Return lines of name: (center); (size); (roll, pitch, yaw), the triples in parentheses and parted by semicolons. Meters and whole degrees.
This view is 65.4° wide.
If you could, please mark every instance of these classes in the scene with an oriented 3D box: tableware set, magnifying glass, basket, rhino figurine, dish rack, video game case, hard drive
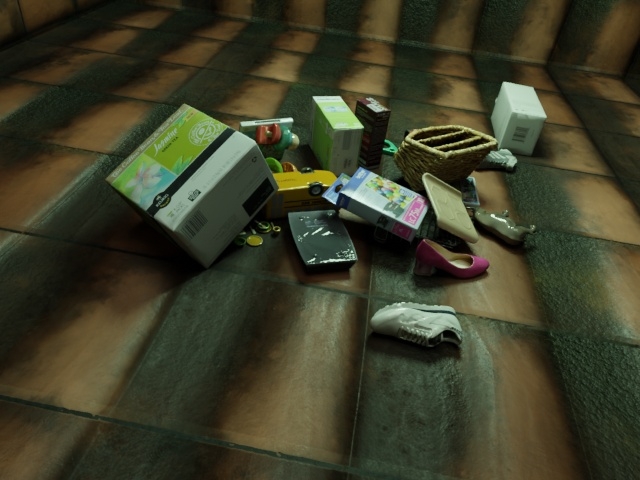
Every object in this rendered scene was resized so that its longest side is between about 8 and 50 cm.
tableware set: (-0.200, -0.024, 1.536); (0.154, 0.024, 0.104); (-10, 41, -22)
magnifying glass: (0.303, -0.368, 2.063); (0.092, 0.026, 0.231); (-26, 50, -36)
basket: (0.441, -0.339, 1.802); (0.299, 0.223, 0.214); (-17, 68, -28)
rhino figurine: (0.589, -0.062, 1.677); (0.106, 0.073, 0.243); (-24, 46, -38)
dish rack: (0.324, -0.050, 1.621); (0.271, 0.074, 0.208); (16, 40, 9)
video game case: (-0.212, -0.363, 1.827); (0.193, 0.212, 0.023); (-10, 65, -22)
video game case: (0.496, -0.195, 1.874); (0.183, 0.023, 0.201); (10, 37, 4)
hard drive: (0.000, 0.000, 1.513); (0.171, 0.054, 0.255); (-5, 39, -15)

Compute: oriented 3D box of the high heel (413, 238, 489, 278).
high heel: (0.395, 0.043, 1.470); (0.243, 0.117, 0.082); (2, 38, -6)

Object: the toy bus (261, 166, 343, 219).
toy bus: (-0.095, -0.153, 1.632); (0.332, 0.130, 0.108); (-9, 41, -20)

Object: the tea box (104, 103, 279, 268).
tea box: (-0.360, -0.162, 1.431); (0.323, 0.220, 0.329); (30, 72, 29)

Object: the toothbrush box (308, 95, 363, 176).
toothbrush box: (0.051, -0.402, 1.917); (0.122, 0.206, 0.283); (-7, 39, -17)

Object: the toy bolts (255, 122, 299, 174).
toy bolts: (-0.162, -0.292, 1.773); (0.218, 0.229, 0.158); (8, 1, 40)

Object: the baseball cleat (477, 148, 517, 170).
baseball cleat: (0.727, -0.322, 2.038); (0.205, 0.072, 0.109); (-21, 52, -26)

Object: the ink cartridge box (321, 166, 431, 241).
ink cartridge box: (0.178, -0.128, 1.558); (0.311, 0.065, 0.186); (25, 41, 12)

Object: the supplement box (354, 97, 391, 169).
supplement box: (0.185, -0.411, 1.922); (0.073, 0.240, 0.130); (-17, 44, -28)

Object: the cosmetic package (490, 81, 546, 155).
cosmetic package: (0.891, -0.561, 2.272); (0.155, 0.197, 0.366); (12, 39, 5)

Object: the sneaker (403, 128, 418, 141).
sneaker: (0.452, -0.392, 2.055); (0.144, 0.090, 0.270); (-2, 32, -10)

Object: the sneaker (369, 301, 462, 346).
sneaker: (0.242, 0.218, 1.252); (0.234, 0.090, 0.095); (-1, 48, -8)

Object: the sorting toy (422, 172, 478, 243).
sorting toy: (0.405, -0.098, 1.578); (0.192, 0.038, 0.208); (22, 45, -32)
